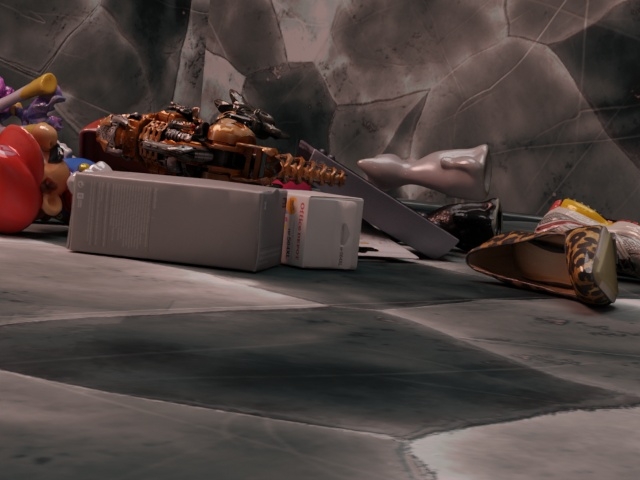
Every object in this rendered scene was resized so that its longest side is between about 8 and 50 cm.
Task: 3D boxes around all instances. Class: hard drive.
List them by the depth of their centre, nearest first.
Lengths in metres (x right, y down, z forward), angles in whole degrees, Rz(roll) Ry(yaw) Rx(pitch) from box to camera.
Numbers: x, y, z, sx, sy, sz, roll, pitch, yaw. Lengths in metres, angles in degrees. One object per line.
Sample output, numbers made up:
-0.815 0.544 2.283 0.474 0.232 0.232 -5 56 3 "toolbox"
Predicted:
0.076 -0.060 1.836 0.254 0.054 0.172 32 4 -12 "hard drive"

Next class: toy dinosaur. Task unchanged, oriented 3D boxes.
-0.135 -0.107 1.667 0.322 0.164 0.218 33 10 7 "toy dinosaur"

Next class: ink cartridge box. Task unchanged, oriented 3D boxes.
-0.016 -0.016 1.552 0.090 0.092 0.143 2 5 -39 "ink cartridge box"
0.000 0.000 1.769 0.189 0.066 0.232 3 24 -32 "ink cartridge box"

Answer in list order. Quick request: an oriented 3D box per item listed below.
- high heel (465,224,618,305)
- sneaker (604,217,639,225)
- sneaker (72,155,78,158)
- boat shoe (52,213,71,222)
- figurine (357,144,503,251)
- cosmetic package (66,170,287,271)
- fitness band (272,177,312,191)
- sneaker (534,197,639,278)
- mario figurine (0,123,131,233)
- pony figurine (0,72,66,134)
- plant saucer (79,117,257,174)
0.249 0.033 1.430 0.186 0.093 0.261 -6 5 15 "high heel"
0.464 0.009 1.868 0.227 0.087 0.130 11 5 24 "sneaker"
-0.459 -0.079 1.985 0.110 0.107 0.275 29 19 23 "sneaker"
-0.479 -0.079 1.791 0.257 0.095 0.095 12 1 -15 "boat shoe"
0.172 -0.066 1.962 0.209 0.092 0.215 0 -38 17 "figurine"
-0.168 -0.026 1.479 0.238 0.107 0.127 9 5 14 "cosmetic package"
-0.123 -0.078 2.259 0.209 0.054 0.291 5 -6 -6 "fitness band"
0.402 0.020 1.754 0.092 0.088 0.225 -43 42 -22 "sneaker"
-0.332 -0.096 1.662 0.198 0.170 0.320 -22 -16 27 "mario figurine"
-0.669 -0.227 2.399 0.363 0.303 0.351 -8 22 36 "pony figurine"
-0.240 -0.107 1.895 0.258 0.048 0.259 5 -29 -9 "plant saucer"
